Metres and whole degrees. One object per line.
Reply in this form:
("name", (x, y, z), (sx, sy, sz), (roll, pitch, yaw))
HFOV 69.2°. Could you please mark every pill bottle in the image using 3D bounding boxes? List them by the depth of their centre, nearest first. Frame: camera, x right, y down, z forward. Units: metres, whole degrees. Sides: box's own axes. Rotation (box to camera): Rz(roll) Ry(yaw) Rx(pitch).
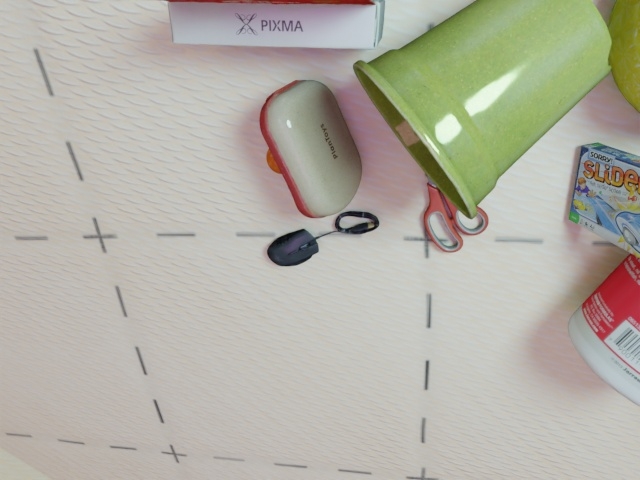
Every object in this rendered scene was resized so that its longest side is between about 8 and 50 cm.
("pill bottle", (0.611, 0.065, 0.718), (0.229, 0.229, 0.407), (25, 120, -3))

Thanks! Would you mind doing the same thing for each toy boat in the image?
("toy boat", (-0.035, -0.148, 0.802), (0.151, 0.151, 0.231), (-1, 122, 47))

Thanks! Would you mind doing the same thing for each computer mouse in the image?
("computer mouse", (0.000, 0.000, 0.914), (0.242, 0.041, 0.071), (-21, 111, 20))

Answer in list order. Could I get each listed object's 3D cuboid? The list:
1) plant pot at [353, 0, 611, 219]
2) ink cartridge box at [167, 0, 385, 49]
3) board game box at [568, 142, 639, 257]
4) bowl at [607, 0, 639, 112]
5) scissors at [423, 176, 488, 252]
("plant pot", (0.226, -0.214, 0.640), (0.254, 0.276, 0.276), (-38, 106, 11))
("ink cartridge box", (-0.068, -0.300, 0.636), (0.296, 0.261, 0.066), (5, 118, 9))
("board game box", (0.471, -0.056, 0.700), (0.035, 0.201, 0.136), (-11, 118, -11))
("bowl", (0.502, -0.227, 0.557), (0.289, 0.156, 0.289), (22, 147, 15))
("scissors", (0.196, -0.105, 0.828), (0.109, 0.021, 0.297), (-29, 110, 24))
